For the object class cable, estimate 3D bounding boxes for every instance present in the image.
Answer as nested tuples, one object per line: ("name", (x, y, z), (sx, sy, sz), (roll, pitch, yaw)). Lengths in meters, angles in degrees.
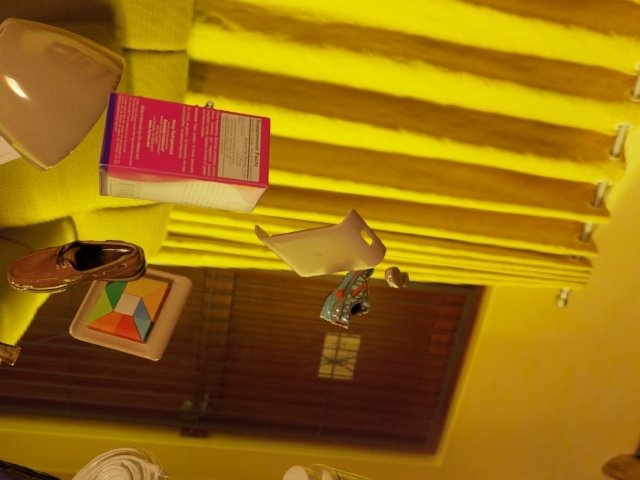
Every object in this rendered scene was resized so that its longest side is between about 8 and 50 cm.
("cable", (-0.458, 0.585, 1.390), (0.257, 0.257, 0.089), (-48, 133, -19))

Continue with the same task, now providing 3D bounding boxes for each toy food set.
("toy food set", (0.000, 0.000, 1.726), (0.220, 0.306, 0.092), (47, 43, -46))

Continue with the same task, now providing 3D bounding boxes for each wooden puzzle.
("wooden puzzle", (-0.464, 0.160, 1.532), (0.044, 0.239, 0.220), (88, 19, -61))

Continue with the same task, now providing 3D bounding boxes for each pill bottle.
("pill bottle", (0.020, 0.576, 1.411), (0.124, 0.222, 0.124), (-32, -137, 36))

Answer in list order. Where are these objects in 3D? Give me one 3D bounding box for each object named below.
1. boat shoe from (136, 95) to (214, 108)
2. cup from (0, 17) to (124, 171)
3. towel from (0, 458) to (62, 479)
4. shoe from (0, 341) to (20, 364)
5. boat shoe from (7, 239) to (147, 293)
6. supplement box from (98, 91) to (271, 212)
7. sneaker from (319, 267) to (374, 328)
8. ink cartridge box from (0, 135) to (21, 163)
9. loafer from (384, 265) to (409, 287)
("boat shoe", (-0.264, -0.254, 1.341), (0.116, 0.320, 0.099), (-22, 118, -74))
("cup", (-0.644, -0.359, 1.415), (0.331, 0.237, 0.331), (-29, -138, 29))
("towel", (-0.724, 0.603, 1.506), (0.076, 0.308, 0.227), (-59, 155, -43))
("shoe", (-1.059, 0.335, 2.008), (0.058, 0.077, 0.219), (-55, 145, -13))
("boat shoe", (-0.554, 0.043, 1.408), (0.104, 0.308, 0.110), (102, -22, -65))
("supplement box", (-0.188, -0.117, 0.875), (0.111, 0.220, 0.113), (138, -43, -65))
("sneaker", (0.109, 0.179, 1.949), (0.262, 0.125, 0.104), (-47, 161, -36))
("ink cartridge box", (-1.003, -0.342, 2.085), (0.203, 0.148, 0.085), (-80, 150, -59))
("loafer", (0.156, 0.082, 1.340), (0.125, 0.039, 0.045), (21, 66, -63))
